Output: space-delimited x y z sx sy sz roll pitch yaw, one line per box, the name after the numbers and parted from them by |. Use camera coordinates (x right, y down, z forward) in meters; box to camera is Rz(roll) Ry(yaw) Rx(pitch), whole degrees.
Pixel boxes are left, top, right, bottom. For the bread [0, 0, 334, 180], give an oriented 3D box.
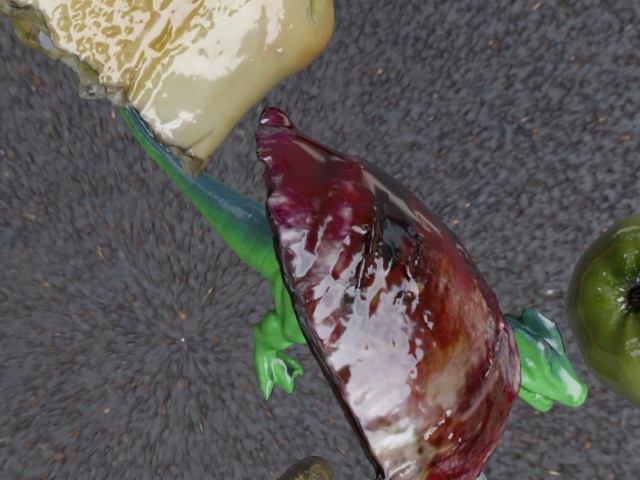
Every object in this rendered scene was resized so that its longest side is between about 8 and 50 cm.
-0.151 -0.248 1.064 0.315 0.211 0.270 41 88 -23 | bread

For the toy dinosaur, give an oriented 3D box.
0.000 0.000 1.153 0.144 0.374 0.500 -46 107 -36 | toy dinosaur

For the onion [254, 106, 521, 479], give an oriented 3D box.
0.050 0.032 0.834 0.146 0.314 0.280 -19 113 6 | onion

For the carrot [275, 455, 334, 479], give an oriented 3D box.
-0.040 0.343 1.554 0.070 0.342 0.070 0 90 14 | carrot

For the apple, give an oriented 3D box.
0.434 0.091 1.436 0.279 0.279 0.279 1 85 -7 | apple

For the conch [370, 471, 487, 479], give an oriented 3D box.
0.154 0.439 1.838 0.249 0.368 0.197 -32 65 10 | conch
